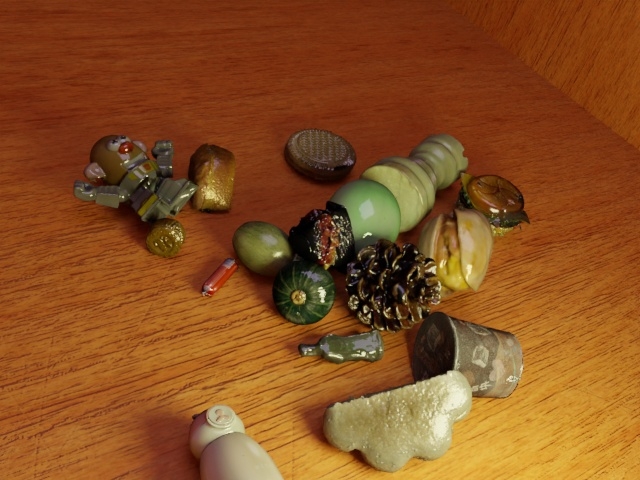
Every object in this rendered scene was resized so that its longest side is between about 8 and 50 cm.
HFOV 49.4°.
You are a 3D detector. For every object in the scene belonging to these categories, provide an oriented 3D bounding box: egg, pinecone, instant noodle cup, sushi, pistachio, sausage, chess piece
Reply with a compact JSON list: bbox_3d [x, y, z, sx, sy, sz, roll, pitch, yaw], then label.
[{"bbox_3d":[0.118,-0.052,1.988,0.220,0.220,0.270,19,46,0],"label":"egg"},{"bbox_3d":[0.196,0.111,1.794,0.243,0.257,0.243,27,49,-37],"label":"pinecone"},{"bbox_3d":[0.364,0.295,1.716,0.207,0.217,0.217,11,40,-19],"label":"instant noodle cup"},{"bbox_3d":[0.000,0.000,1.833,0.153,0.172,0.150,22,25,39],"label":"sushi"},{"bbox_3d":[0.396,0.026,2.027,0.230,0.230,0.309,17,44,-2],"label":"pistachio"},{"bbox_3d":[-0.266,0.103,1.807,0.048,0.050,0.145,5,35,26],"label":"sausage"},{"bbox_3d":[0.316,-0.210,2.259,0.234,0.234,0.442,33,39,16],"label":"chess piece"}]

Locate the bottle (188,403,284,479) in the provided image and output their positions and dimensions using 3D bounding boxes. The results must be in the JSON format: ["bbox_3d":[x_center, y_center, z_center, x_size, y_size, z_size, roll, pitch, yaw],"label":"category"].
[{"bbox_3d":[-0.183,0.434,1.388,0.147,0.147,0.236,-12,46,-31],"label":"bottle"}]

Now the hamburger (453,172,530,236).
[{"bbox_3d":[0.562,-0.112,2.292,0.261,0.139,0.243,7,43,-14],"label":"hamburger"}]

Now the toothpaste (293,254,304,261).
[{"bbox_3d":[-0.013,-0.002,2.021,0.067,0.037,0.255,-1,34,25],"label":"toothpaste"}]

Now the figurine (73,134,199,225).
[{"bbox_3d":[-0.514,-0.178,1.923,0.285,0.167,0.342,40,23,13],"label":"figurine"}]

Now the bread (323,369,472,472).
[{"bbox_3d":[0.178,0.404,1.530,0.337,0.102,0.183,-16,73,1],"label":"bread"}]

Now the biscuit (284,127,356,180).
[{"bbox_3d":[0.002,-0.289,2.320,0.259,0.079,0.259,11,41,-10],"label":"biscuit"}]

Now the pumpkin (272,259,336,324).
[{"bbox_3d":[-0.044,0.132,1.767,0.167,0.167,0.125,18,15,-2],"label":"pumpkin"}]

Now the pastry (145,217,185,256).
[{"bbox_3d":[-0.407,-0.008,1.834,0.097,0.109,0.057,42,24,-21],"label":"pastry"}]

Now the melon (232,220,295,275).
[{"bbox_3d":[-0.145,0.025,1.867,0.192,0.139,0.139,32,42,8],"label":"melon"}]

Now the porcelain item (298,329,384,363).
[{"bbox_3d":[0.048,0.269,1.719,0.215,0.069,0.081,-2,60,-24],"label":"porcelain item"}]

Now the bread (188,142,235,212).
[{"bbox_3d":[-0.320,-0.208,2.064,0.129,0.134,0.260,5,42,-17],"label":"bread"}]
